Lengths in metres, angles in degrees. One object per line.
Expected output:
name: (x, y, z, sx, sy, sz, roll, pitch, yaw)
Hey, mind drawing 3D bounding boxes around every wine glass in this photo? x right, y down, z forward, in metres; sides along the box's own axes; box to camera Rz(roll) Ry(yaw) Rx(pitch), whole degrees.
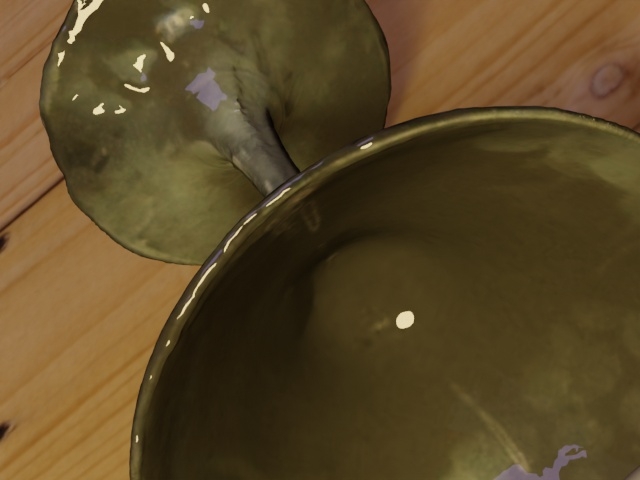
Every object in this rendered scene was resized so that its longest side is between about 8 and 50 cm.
wine glass: (0.000, 0.000, 0.873, 0.267, 0.267, 0.406, -47, 28, 4)

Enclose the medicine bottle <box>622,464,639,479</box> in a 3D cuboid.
medicine bottle: (0.193, 0.203, 0.423, 0.256, 0.256, 0.325, -37, 38, 18)
